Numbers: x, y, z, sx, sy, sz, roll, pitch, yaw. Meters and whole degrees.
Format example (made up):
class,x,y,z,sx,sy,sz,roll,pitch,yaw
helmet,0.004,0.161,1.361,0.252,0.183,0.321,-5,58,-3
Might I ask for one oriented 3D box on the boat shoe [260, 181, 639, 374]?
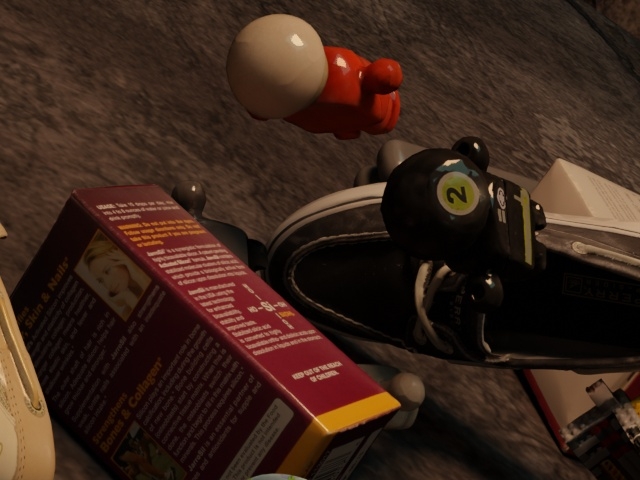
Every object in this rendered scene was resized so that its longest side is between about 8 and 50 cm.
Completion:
class,x,y,z,sx,sy,sz,roll,pitch,yaw
boat shoe,0.098,0.033,0.984,0.301,0.108,0.102,8,17,15

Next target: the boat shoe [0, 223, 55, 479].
class,x,y,z,sx,sy,sz,roll,pitch,yaw
boat shoe,-0.206,0.007,0.750,0.098,0.109,0.302,19,31,-45

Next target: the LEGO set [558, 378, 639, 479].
class,x,y,z,sx,sy,sz,roll,pitch,yaw
LEGO set,0.287,0.163,0.892,0.192,0.255,0.331,47,20,-34

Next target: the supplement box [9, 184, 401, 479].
class,x,y,z,sx,sy,sz,roll,pitch,yaw
supplement box,-0.068,0.068,0.806,0.188,0.104,0.081,41,22,20

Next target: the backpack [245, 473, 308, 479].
class,x,y,z,sx,sy,sz,roll,pitch,yaw
backpack,-0.004,0.181,0.596,0.173,0.158,0.117,30,35,31

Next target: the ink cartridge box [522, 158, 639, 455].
class,x,y,z,sx,sy,sz,roll,pitch,yaw
ink cartridge box,0.299,0.089,1.232,0.306,0.131,0.226,23,27,-29

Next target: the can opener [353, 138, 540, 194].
class,x,y,z,sx,sy,sz,roll,pitch,yaw
can opener,0.164,-0.003,1.316,0.283,0.076,0.095,14,50,-27

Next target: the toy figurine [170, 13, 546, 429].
class,x,y,z,sx,sy,sz,roll,pitch,yaw
toy figurine,0.000,0.000,0.900,0.213,0.209,0.148,44,13,26
